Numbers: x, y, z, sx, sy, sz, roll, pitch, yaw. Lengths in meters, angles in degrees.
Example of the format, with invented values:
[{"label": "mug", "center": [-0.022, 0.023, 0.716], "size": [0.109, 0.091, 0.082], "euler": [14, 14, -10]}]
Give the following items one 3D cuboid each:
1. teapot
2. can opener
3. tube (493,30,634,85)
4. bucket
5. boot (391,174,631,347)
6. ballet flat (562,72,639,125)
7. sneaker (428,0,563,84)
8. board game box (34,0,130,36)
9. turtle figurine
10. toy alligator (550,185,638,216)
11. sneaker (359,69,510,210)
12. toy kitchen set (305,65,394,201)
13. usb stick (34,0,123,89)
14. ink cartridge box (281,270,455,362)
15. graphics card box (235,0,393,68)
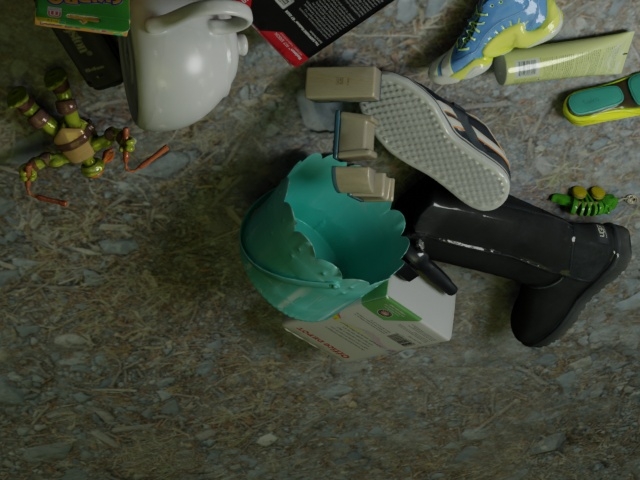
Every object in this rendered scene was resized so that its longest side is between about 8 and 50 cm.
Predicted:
[{"label": "teapot", "center": [-0.200, -0.288, 1.663], "size": [0.187, 0.256, 0.252], "euler": [-8, 127, -14]}, {"label": "can opener", "center": [0.197, 0.051, 2.069], "size": [0.073, 0.059, 0.186], "euler": [-40, 137, 18]}, {"label": "tube", "center": [0.420, -0.310, 1.902], "size": [0.240, 0.062, 0.070], "euler": [-9, 180, -10]}, {"label": "bucket", "center": [0.000, 0.000, 1.977], "size": [0.281, 0.281, 0.183], "euler": [21, 136, -29]}, {"label": "boot", "center": [0.325, 0.047, 2.177], "size": [0.445, 0.146, 0.367], "euler": [12, 135, -22]}, {"label": "ballet flat", "center": [0.549, -0.251, 1.983], "size": [0.231, 0.077, 0.077], "euler": [-11, 158, 4]}, {"label": "sneaker", "center": [0.270, -0.355, 1.816], "size": [0.240, 0.091, 0.126], "euler": [-25, 116, 14]}, {"label": "board game box", "center": [-0.330, -0.367, 1.532], "size": [0.124, 0.259, 0.039], "euler": [4, 134, -16]}, {"label": "turtle figurine", "center": [-0.404, -0.180, 1.834], "size": [0.270, 0.087, 0.217], "euler": [-15, 129, 16]}, {"label": "toy alligator", "center": [0.548, -0.070, 2.173], "size": [0.190, 0.051, 0.056], "euler": [1, 135, -13]}, {"label": "sneaker", "center": [0.201, -0.187, 1.942], "size": [0.321, 0.127, 0.126], "euler": [41, 120, -12]}, {"label": "toy kitchen set", "center": [0.053, -0.177, 1.884], "size": [0.122, 0.207, 0.166], "euler": [3, 175, 20]}, {"label": "usb stick", "center": [-0.383, -0.344, 1.699], "size": [0.077, 0.045, 0.278], "euler": [-19, 136, 7]}, {"label": "ink cartridge box", "center": [0.093, 0.133, 2.174], "size": [0.278, 0.117, 0.201], "euler": [-18, 141, 40]}, {"label": "graphics card box", "center": [0.034, -0.447, 1.649], "size": [0.371, 0.094, 0.233], "euler": [-31, 132, 21]}]
